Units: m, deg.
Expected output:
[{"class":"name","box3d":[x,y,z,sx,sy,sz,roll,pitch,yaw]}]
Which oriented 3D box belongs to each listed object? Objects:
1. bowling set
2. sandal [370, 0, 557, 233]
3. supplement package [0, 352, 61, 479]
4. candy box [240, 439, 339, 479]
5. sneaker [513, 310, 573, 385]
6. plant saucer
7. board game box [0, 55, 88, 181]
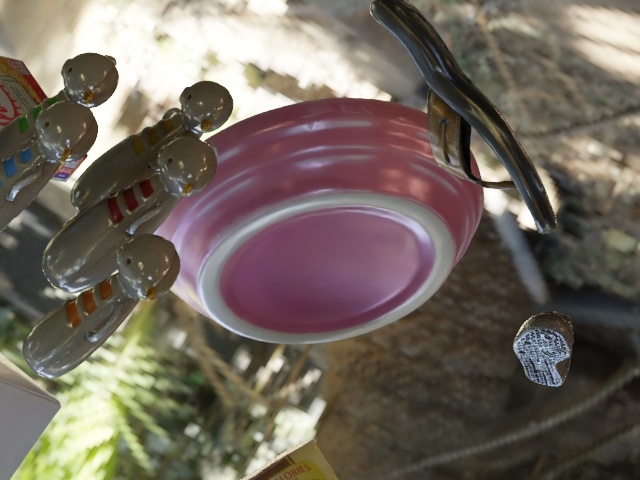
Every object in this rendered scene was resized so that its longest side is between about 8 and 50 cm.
[{"class":"bowling set","box3d":[-0.177,-0.062,1.091,0.200,0.154,0.287,43,-159,-23]},{"class":"sandal","box3d":[0.099,-0.089,1.179,0.219,0.060,0.090,51,-170,-1]},{"class":"supplement package","box3d":[-0.378,0.182,1.216,0.177,0.293,0.175,33,178,30]},{"class":"candy box","box3d":[-0.007,0.392,1.673,0.316,0.183,0.087,58,163,2]},{"class":"sneaker","box3d":[0.260,0.107,1.831,0.066,0.071,0.188,9,158,9]},{"class":"plant saucer","box3d":[0.000,0.000,1.533,0.332,0.084,0.332,-7,144,-5]},{"class":"board game box","box3d":[-0.344,-0.133,1.612,0.147,0.045,0.193,52,-158,22]}]
